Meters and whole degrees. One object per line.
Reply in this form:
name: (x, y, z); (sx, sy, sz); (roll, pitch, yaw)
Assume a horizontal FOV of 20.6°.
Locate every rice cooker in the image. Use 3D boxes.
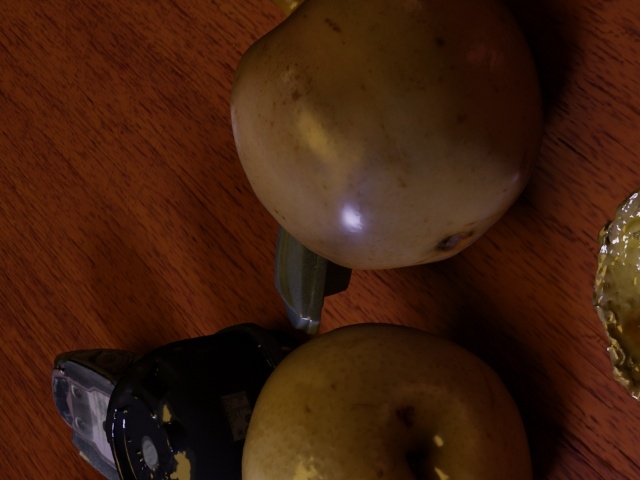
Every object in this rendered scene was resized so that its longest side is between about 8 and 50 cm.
rice cooker: (-0.126, 0.233, 2.146); (0.267, 0.224, 0.267); (22, 117, 53)

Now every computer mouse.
computer mouse: (-0.227, 0.253, 2.432); (0.389, 0.115, 0.199); (27, 137, 33)

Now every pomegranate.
pomegranate: (0.054, -0.129, 1.667); (0.319, 0.319, 0.319); (27, 123, 52)

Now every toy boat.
toy boat: (0.000, 0.000, 1.852); (0.319, 0.092, 0.141); (-83, 0, -60)

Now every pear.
pear: (0.062, 0.232, 1.782); (0.309, 0.309, 0.309); (27, 123, 52)

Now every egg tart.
egg tart: (0.316, 0.050, 1.492); (0.212, 0.090, 0.212); (23, 119, 51)
